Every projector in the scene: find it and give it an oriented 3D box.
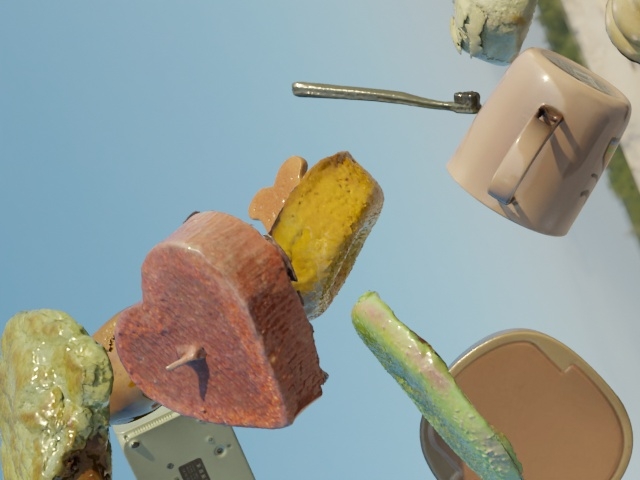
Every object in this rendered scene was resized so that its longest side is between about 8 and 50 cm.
[{"bbox_3d":[-0.240,0.395,2.366,0.108,0.198,0.250,-135,22,-65],"label":"projector"}]

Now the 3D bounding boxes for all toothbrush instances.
[{"bbox_3d":[0.092,-0.214,1.919,0.030,0.297,0.030,-51,-37,-53],"label":"toothbrush"}]

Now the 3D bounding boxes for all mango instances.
[{"bbox_3d":[-0.275,0.190,1.990,0.156,0.249,0.151,43,-164,-37],"label":"mango"}]

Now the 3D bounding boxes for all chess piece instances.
[{"bbox_3d":[0.432,-0.318,1.585,0.261,0.143,0.142,68,-177,-76],"label":"chess piece"}]

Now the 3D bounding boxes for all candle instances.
[{"bbox_3d":[-0.132,0.137,1.697,0.287,0.317,0.131,42,-133,6],"label":"candle"}]

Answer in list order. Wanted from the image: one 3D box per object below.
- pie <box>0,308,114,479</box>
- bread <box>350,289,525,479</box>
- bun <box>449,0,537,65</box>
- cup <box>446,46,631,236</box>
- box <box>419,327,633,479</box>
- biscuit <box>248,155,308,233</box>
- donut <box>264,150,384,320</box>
[{"bbox_3d":[-0.314,0.215,1.491,0.105,0.257,0.274,2,-96,-36],"label":"pie"},{"bbox_3d":[0.129,0.174,1.416,0.301,0.045,0.301,50,176,5],"label":"bread"},{"bbox_3d":[0.287,-0.402,2.139,0.239,0.141,0.239,17,-90,-86],"label":"bun"},{"bbox_3d":[0.290,-0.133,1.731,0.191,0.200,0.253,33,-159,12],"label":"cup"},{"bbox_3d":[0.295,0.272,1.942,0.216,0.301,0.301,-48,-65,-85],"label":"box"},{"bbox_3d":[-0.041,-0.017,2.224,0.036,0.165,0.250,20,-147,-42],"label":"biscuit"},{"bbox_3d":[0.001,-0.001,1.867,0.108,0.277,0.277,28,-168,7],"label":"donut"}]
